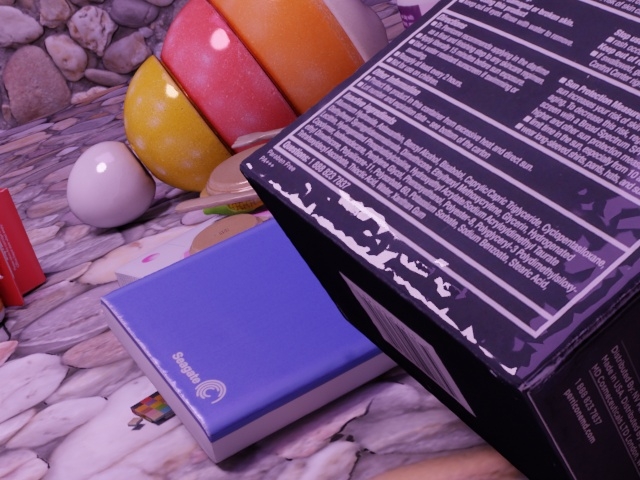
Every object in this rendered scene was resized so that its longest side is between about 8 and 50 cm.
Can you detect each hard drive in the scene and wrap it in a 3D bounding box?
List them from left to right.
[{"bbox_3d":[-0.001,0.044,1.000,0.319,0.040,0.210,-26,40,-21],"label":"hard drive"}]

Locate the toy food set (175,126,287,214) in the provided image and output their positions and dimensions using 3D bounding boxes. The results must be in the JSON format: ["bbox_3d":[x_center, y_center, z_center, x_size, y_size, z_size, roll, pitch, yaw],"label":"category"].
[{"bbox_3d":[-0.068,-0.069,1.278,0.132,0.038,0.192,-9,25,24],"label":"toy food set"}]

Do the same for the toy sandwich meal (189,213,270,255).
[{"bbox_3d":[-0.086,0.002,1.127,0.086,0.029,0.085,-19,24,9],"label":"toy sandwich meal"}]

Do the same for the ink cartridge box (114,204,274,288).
[{"bbox_3d":[0.000,0.000,1.191,0.324,0.071,0.330,-30,20,-29],"label":"ink cartridge box"}]

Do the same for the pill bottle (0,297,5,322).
[{"bbox_3d":[-0.463,0.017,1.365,0.121,0.216,0.121,-17,18,6],"label":"pill bottle"}]

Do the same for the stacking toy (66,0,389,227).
[{"bbox_3d":[-0.151,-0.186,1.603,0.480,0.350,0.350,-37,20,-2],"label":"stacking toy"}]

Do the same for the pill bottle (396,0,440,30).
[{"bbox_3d":[0.181,-0.243,1.322,0.169,0.301,0.169,-18,19,6],"label":"pill bottle"}]

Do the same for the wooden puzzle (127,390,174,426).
[{"bbox_3d":[-0.133,0.140,1.019,0.083,0.006,0.049,-30,21,-28],"label":"wooden puzzle"}]

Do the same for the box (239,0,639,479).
[{"bbox_3d":[0.165,-0.028,0.717,0.294,0.182,0.296,-41,40,-8],"label":"box"}]

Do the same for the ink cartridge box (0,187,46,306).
[{"bbox_3d":[-0.439,0.011,1.491,0.231,0.134,0.078,-1,25,42],"label":"ink cartridge box"}]
